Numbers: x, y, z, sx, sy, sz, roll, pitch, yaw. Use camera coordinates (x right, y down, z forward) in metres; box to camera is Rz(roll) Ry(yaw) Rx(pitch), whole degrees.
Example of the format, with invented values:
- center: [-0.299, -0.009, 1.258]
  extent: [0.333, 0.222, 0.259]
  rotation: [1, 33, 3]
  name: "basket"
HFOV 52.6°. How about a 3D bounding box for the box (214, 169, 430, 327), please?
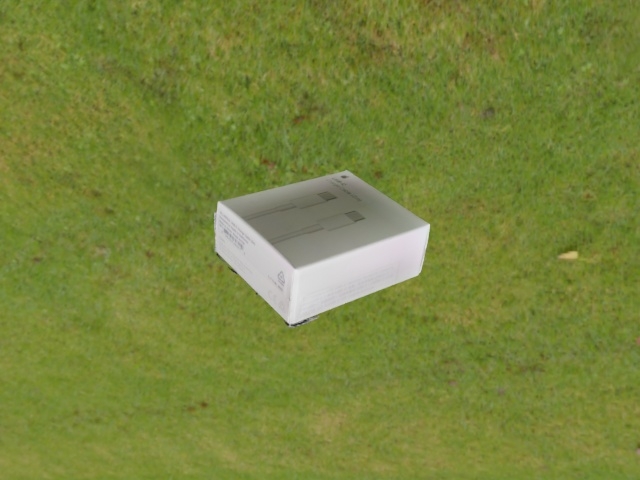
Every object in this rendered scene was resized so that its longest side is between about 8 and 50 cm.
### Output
- center: [0.000, 0.000, 0.966]
  extent: [0.203, 0.252, 0.106]
  rotation: [39, 133, 42]
  name: "box"
